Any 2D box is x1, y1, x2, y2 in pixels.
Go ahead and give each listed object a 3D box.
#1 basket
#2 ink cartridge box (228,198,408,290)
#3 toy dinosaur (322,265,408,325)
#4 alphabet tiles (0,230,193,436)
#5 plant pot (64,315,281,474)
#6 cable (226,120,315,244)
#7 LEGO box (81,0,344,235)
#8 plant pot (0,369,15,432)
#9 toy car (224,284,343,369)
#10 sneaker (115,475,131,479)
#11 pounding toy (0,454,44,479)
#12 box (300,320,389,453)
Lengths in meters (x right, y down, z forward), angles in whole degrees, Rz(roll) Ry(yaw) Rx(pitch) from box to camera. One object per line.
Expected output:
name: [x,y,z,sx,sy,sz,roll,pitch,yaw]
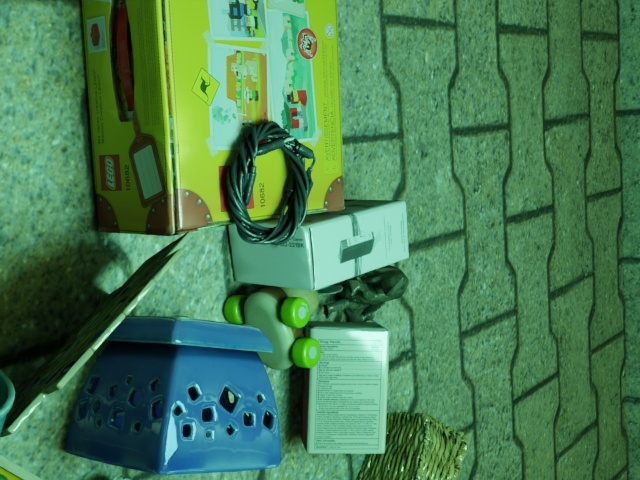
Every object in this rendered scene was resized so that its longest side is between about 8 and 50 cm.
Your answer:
basket: [0.213,0.531,1.688,0.223,0.213,0.299,36,63,-20]
ink cartridge box: [0.000,0.000,1.464,0.272,0.197,0.114,-15,104,-47]
toy dinosaur: [0.097,0.086,1.580,0.160,0.313,0.121,-4,68,-26]
alphabet tiles: [-0.303,0.123,1.073,0.011,0.285,0.343,46,56,-13]
plant pot: [-0.210,0.223,1.219,0.236,0.235,0.212,14,75,-48]
cable: [-0.073,-0.081,1.196,0.150,0.047,0.185,44,61,-41]
LEGO box: [-0.156,-0.275,1.271,0.372,0.193,0.501,-9,99,-48]
plant pot: [-0.496,0.265,0.880,0.271,0.271,0.255,7,101,-49]
toy car: [-0.047,0.127,1.458,0.188,0.155,0.149,-36,119,-48]
sneaker: [-0.328,0.512,1.127,0.150,0.135,0.366,32,59,4]
pounding toy: [-0.424,0.397,1.080,0.206,0.094,0.181,50,57,-38]
box: [0.043,0.272,1.541,0.148,0.127,0.233,2,91,-7]
